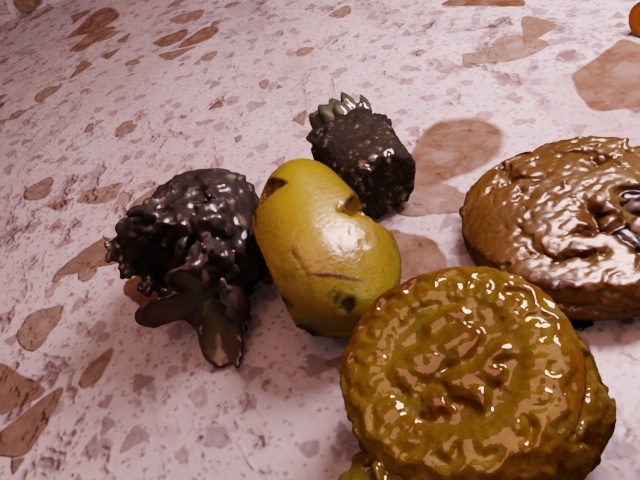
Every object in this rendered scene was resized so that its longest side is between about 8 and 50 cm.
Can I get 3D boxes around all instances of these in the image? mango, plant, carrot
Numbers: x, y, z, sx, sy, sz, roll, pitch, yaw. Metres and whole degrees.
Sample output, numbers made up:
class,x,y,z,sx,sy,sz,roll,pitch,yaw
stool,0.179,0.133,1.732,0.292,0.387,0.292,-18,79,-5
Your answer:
class,x,y,z,sx,sy,sz,roll,pitch,yaw
mango,0.000,0.000,0.672,0.167,0.130,0.262,-21,60,-17
plant,0.054,-0.129,0.805,0.129,0.132,0.194,-24,48,-6
plant,-0.168,0.018,0.713,0.178,0.204,0.234,-8,39,20
carrot,0.624,-0.419,0.913,0.209,0.061,0.061,-31,44,-16

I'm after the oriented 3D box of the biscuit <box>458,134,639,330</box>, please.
class,x,y,z,sx,sy,sz,roll,pitch,yaw
biscuit,0.312,-0.032,0.642,0.296,0.075,0.296,-11,44,11

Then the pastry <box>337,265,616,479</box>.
class,x,y,z,sx,sy,sz,roll,pitch,yaw
pastry,0.145,0.150,0.507,0.240,0.132,0.235,-8,53,24
